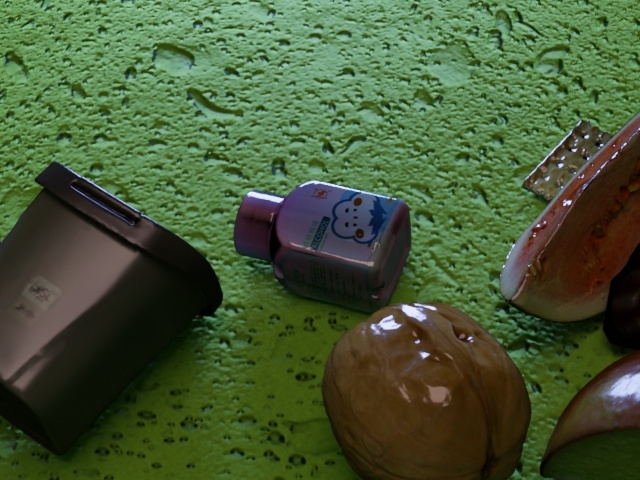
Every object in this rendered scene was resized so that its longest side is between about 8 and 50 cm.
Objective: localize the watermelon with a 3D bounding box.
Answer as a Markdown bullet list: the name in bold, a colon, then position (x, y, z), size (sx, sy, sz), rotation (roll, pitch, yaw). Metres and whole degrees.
- **watermelon**: position (0.316, -0.006, 1.513), size (0.128, 0.159, 0.303), rotation (41, 77, 0)

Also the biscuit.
- **biscuit**: position (0.371, -0.054, 1.614), size (0.231, 0.016, 0.139), rotation (31, 61, 29)

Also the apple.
- **apple**: position (0.401, 0.185, 1.340), size (0.346, 0.254, 0.179), rotation (9, 92, 15)

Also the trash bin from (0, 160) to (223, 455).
- **trash bin**: position (-0.270, 0.076, 1.471), size (0.219, 0.219, 0.250), rotation (30, 67, 21)

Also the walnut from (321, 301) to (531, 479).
- **walnut**: position (0.104, 0.160, 1.364), size (0.195, 0.195, 0.222), rotation (-24, 50, -13)

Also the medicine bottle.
- **medicine bottle**: position (0.000, 0.000, 1.567), size (0.188, 0.094, 0.119), rotation (13, 54, 18)

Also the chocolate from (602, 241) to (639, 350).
- **chocolate**: position (0.381, 0.061, 1.450), size (0.125, 0.080, 0.149), rotation (39, 76, 2)
